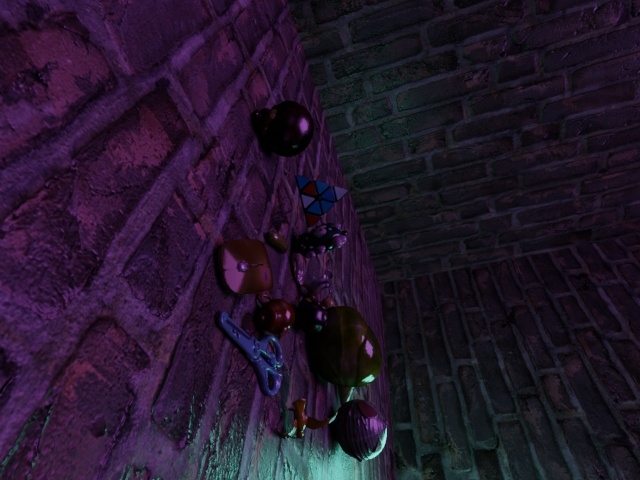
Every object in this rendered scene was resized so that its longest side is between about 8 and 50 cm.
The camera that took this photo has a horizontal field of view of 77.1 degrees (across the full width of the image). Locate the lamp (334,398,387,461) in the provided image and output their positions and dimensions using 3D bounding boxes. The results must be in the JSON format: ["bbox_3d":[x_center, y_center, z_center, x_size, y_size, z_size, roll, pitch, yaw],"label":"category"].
[{"bbox_3d":[0.176,0.809,1.733,0.233,0.233,0.265,-19,92,-76],"label":"lamp"}]

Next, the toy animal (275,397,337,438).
[{"bbox_3d":[-0.063,0.573,1.284,0.095,0.219,0.155,66,-32,33],"label":"toy animal"}]

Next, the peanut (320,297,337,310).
[{"bbox_3d":[0.047,0.336,1.937,0.192,0.089,0.089,60,22,-51],"label":"peanut"}]

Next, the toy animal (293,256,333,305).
[{"bbox_3d":[-0.033,0.198,1.660,0.197,0.160,0.272,-82,149,-51],"label":"toy animal"}]

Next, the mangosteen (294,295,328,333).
[{"bbox_3d":[-0.035,0.283,1.552,0.137,0.137,0.151,63,28,-46],"label":"mangosteen"}]

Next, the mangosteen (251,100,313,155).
[{"bbox_3d":[-0.157,-0.461,1.633,0.266,0.228,0.228,13,56,-29],"label":"mangosteen"}]

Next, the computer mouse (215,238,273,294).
[{"bbox_3d":[-0.205,0.078,1.187,0.310,0.072,0.158,9,67,-75],"label":"computer mouse"}]

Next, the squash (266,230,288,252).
[{"bbox_3d":[-0.155,0.009,1.501,0.183,0.052,0.052,55,26,-65],"label":"squash"}]

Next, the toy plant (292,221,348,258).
[{"bbox_3d":[0.002,-0.003,1.719,0.232,0.243,0.112,46,-23,62],"label":"toy plant"}]

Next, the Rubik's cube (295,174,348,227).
[{"bbox_3d":[0.032,-0.201,2.056,0.284,0.234,0.249,56,26,-58],"label":"Rubik's cube"}]

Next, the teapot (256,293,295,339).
[{"bbox_3d":[-0.148,0.230,1.232,0.173,0.116,0.116,54,1,30],"label":"teapot"}]

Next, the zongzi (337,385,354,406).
[{"bbox_3d":[0.098,0.594,1.888,0.273,0.145,0.300,54,46,-30],"label":"zongzi"}]

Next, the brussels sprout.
[{"bbox_3d":[0.110,0.468,1.701,0.315,0.276,0.371,-111,179,-71],"label":"brussels sprout"}]

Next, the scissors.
[{"bbox_3d":[-0.186,0.303,1.133,0.392,0.032,0.180,63,19,-45],"label":"scissors"}]
